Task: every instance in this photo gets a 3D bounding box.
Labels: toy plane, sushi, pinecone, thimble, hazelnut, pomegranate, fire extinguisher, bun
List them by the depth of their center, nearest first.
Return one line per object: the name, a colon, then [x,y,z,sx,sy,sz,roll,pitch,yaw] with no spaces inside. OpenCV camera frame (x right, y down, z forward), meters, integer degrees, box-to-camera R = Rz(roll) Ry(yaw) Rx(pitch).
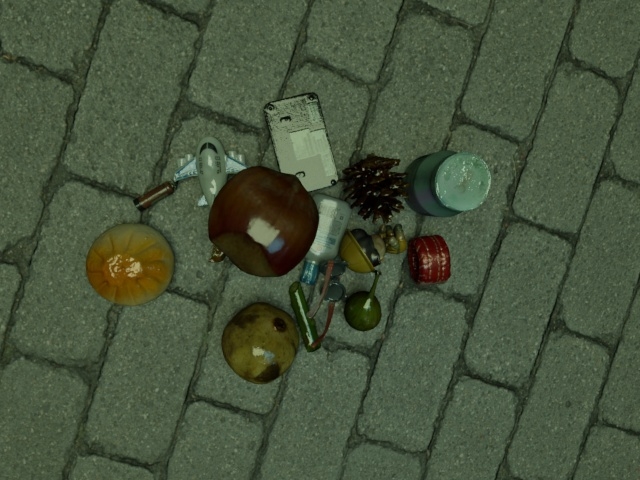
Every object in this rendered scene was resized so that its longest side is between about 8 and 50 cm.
hazelnut: [-0.192,-0.060,1.395,0.364,0.366,0.367,0,94,-7]
bun: [-0.660,0.088,1.428,0.298,0.165,0.300,-1,95,-7]
pomegranate: [-0.211,0.360,1.445,0.280,0.281,0.282,0,94,-7]
toy plane: [-0.384,-0.238,1.463,0.266,0.122,0.267,0,91,-7]
pinecone: [0.205,-0.184,1.475,0.263,0.264,0.265,0,94,-7]
fire extinguisher: [-0.584,-0.171,1.480,0.177,0.050,0.062,-32,58,-5]
sushi: [-0.370,0.033,1.516,0.060,0.061,0.118,31,69,1]
thimble: [0.410,0.077,1.555,0.124,0.163,0.190,-9,94,-5]

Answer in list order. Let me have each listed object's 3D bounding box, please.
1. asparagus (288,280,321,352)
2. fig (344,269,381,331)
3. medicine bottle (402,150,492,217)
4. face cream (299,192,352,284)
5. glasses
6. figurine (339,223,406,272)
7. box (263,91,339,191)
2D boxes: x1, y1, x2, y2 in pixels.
asparagus: [-0.063,0.292,1.564,0.067,0.060,0.278,-19,95,5]
fig: [0.183,0.223,1.496,0.151,0.152,0.259,24,132,-8]
medicine bottle: [0.450,-0.205,1.478,0.244,0.290,0.246,0,94,-7]
face cream: [0.000,0.000,1.542,0.162,0.080,0.337,17,92,-9]
glasses: [0.032,0.224,1.447,0.117,0.269,0.234,5,133,7]
figurine: [0.194,0.030,1.520,0.256,0.192,0.168,-10,113,-16]
box: [-0.070,-0.352,1.525,0.211,0.058,0.351,-16,96,-6]
